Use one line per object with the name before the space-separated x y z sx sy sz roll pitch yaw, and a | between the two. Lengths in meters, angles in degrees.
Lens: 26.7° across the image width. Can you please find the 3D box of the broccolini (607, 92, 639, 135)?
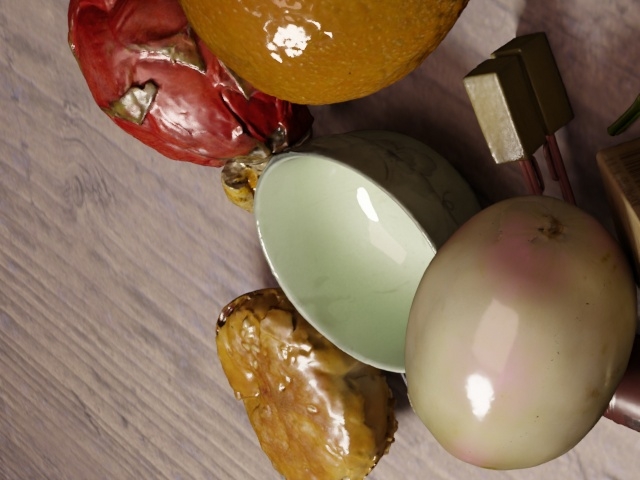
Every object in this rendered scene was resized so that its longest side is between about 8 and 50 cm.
broccolini | 0.331 -0.165 1.287 0.042 0.044 0.218 37 150 -1

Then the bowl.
bowl | 0.081 -0.004 1.599 0.307 0.163 0.307 30 138 31

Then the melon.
melon | 0.198 0.099 1.360 0.223 0.223 0.317 37 142 24

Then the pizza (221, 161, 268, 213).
pizza | -0.040 -0.059 1.741 0.182 0.161 0.062 67 -158 -74

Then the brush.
brush | 0.230 -0.090 1.407 0.047 0.103 0.233 -3 117 47

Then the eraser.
eraser | 0.333 0.024 1.213 0.343 0.078 0.144 -91 -17 -67

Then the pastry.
pastry | -0.011 0.193 1.875 0.255 0.162 0.310 -9 109 50

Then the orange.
orange | 0.017 -0.309 1.303 0.322 0.322 0.357 53 136 3

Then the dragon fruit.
dragon fruit | -0.152 -0.236 1.590 0.277 0.277 0.342 -19 91 54

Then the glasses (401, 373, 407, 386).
glasses | 0.137 0.198 1.790 0.140 0.062 0.103 43 145 18

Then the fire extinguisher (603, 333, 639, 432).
fire extinguisher | 0.367 0.179 1.433 0.344 0.138 0.102 21 149 38
